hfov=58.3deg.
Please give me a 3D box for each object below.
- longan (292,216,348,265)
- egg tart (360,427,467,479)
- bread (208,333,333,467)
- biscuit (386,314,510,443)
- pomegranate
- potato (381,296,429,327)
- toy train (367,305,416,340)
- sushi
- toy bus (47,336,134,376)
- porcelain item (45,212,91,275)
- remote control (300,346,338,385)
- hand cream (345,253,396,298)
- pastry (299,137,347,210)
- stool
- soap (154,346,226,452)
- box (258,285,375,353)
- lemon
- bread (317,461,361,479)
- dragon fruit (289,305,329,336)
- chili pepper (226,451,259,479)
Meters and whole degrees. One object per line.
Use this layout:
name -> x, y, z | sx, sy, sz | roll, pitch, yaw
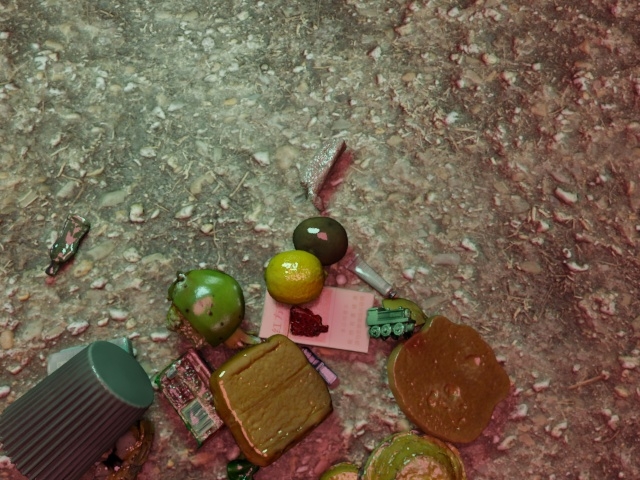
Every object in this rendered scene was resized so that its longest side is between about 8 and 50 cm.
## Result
longan -> 0.000, 0.000, 1.906 | 0.187, 0.167, 0.168 | 10, 76, -18
egg tart -> 0.298, 0.746, 1.761 | 0.341, 0.132, 0.342 | 1, 76, -4
bread -> -0.159, 0.480, 1.761 | 0.337, 0.148, 0.328 | -31, 79, -38
biscuit -> 0.405, 0.443, 1.841 | 0.385, 0.062, 0.365 | 47, 70, -2
pomegranate -> -0.336, 0.230, 1.807 | 0.340, 0.260, 0.260 | 42, 77, -23
potato -> 0.286, 0.234, 1.909 | 0.149, 0.081, 0.120 | -15, 80, -6
toy train -> 0.225, 0.261, 1.827 | 0.170, 0.071, 0.111 | -14, 67, 40
sushi -> -0.611, 0.677, 1.737 | 0.131, 0.139, 0.291 | 33, 79, 13
toy bus -> -0.730, 0.386, 1.827 | 0.261, 0.091, 0.109 | -12, 67, -7
porcelain item -> -0.849, 0.021, 1.914 | 0.081, 0.069, 0.216 | 24, 75, -9
remote control -> -0.011, 0.409, 1.882 | 0.152, 0.027, 0.043 | 44, 74, 6
hand cream -> 0.175, 0.127, 1.949 | 0.194, 0.042, 0.067 | 40, 79, 18
pastry -> 0.001, -0.243, 2.001 | 0.112, 0.103, 0.265 | 18, 75, 9
stool -> -0.690, 0.486, 1.659 | 0.330, 0.297, 0.297 | -42, 81, 4
soap -> -0.387, 0.493, 1.808 | 0.218, 0.098, 0.273 | -37, 81, -10
box -> -0.011, 0.249, 1.906 | 0.365, 0.051, 0.205 | 8, 77, -1
lemon -> -0.080, 0.119, 1.820 | 0.193, 0.180, 0.181 | 18, 76, -10
bread -> 0.043, 0.786, 1.733 | 0.139, 0.143, 0.229 | 13, 74, 0
dragon fruit -> -0.036, 0.255, 1.859 | 0.131, 0.063, 0.097 | 7, 110, -1
chili pepper -> -0.234, 0.774, 1.751 | 0.136, 0.099, 0.271 | -7, 82, 21
